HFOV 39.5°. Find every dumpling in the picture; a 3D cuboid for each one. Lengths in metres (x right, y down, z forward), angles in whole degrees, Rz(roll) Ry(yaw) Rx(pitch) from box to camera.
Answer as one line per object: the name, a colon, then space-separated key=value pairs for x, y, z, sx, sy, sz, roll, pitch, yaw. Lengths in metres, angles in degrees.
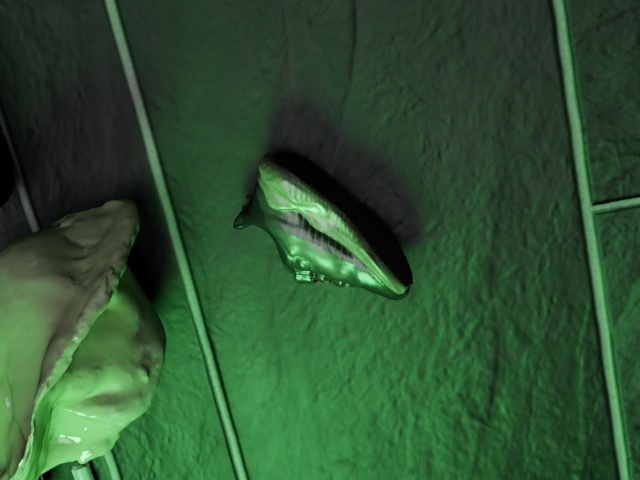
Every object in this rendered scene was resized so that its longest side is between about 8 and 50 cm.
dumpling: x=-0.305 y=0.153 z=0.983 sx=0.233 sy=0.315 sz=0.395 roll=26 pitch=116 yaw=-11

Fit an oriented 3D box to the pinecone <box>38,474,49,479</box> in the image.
pinecone: x=-0.434 y=0.350 z=1.135 sx=0.163 sy=0.165 sz=0.163 roll=0 pitch=102 yaw=1

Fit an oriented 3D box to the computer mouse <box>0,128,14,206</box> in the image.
computer mouse: x=-0.424 y=-0.135 z=0.994 sx=0.096 sy=0.137 sz=0.233 roll=-12 pitch=107 yaw=5

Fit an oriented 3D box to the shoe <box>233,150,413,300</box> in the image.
shoe: x=0.000 y=0.000 z=1.027 sx=0.227 sy=0.099 sz=0.112 roll=43 pitch=113 yaw=-5

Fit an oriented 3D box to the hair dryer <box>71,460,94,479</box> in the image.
hair dryer: x=-0.296 y=0.350 z=1.189 sx=0.082 sy=0.047 sz=0.137 roll=-16 pitch=98 yaw=9
